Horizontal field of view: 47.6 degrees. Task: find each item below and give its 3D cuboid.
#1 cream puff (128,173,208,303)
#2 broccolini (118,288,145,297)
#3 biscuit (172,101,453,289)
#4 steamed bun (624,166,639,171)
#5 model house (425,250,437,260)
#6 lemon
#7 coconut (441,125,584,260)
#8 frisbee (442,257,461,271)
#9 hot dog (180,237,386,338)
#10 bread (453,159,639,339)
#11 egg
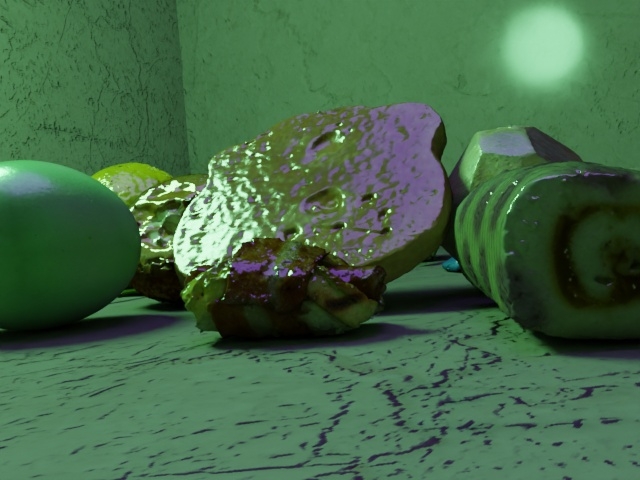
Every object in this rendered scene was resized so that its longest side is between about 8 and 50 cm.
[{"bbox_3d":[-0.209,0.002,1.150,0.240,0.240,0.164,-4,-35,15],"label":"cream puff"},{"bbox_3d":[-0.380,0.095,1.211,0.044,0.042,0.218,29,15,30],"label":"broccolini"},{"bbox_3d":[-0.011,-0.048,0.996,0.385,0.062,0.365,-8,46,17],"label":"biscuit"},{"bbox_3d":[0.574,-0.046,1.343,0.200,0.154,0.250,-2,-5,-11],"label":"steamed bun"},{"bbox_3d":[0.169,0.000,1.637,0.205,0.218,0.278,33,34,-10],"label":"model house"},{"bbox_3d":[-0.395,-0.032,1.506,0.268,0.268,0.322,-5,9,-13],"label":"lemon"},{"bbox_3d":[0.263,-0.041,0.996,0.237,0.236,0.197,-4,1,3],"label":"coconut"},{"bbox_3d":[0.346,0.028,1.343,0.242,0.045,0.242,-3,3,0],"label":"frisbee"},{"bbox_3d":[-0.038,0.047,0.753,0.213,0.103,0.146,-3,1,6],"label":"hot dog"},{"bbox_3d":[0.243,0.000,0.718,0.187,0.155,0.338,0,2,4],"label":"bread"},{"bbox_3d":[-0.369,0.007,0.944,0.270,0.220,0.220,6,-3,-29],"label":"egg"}]
